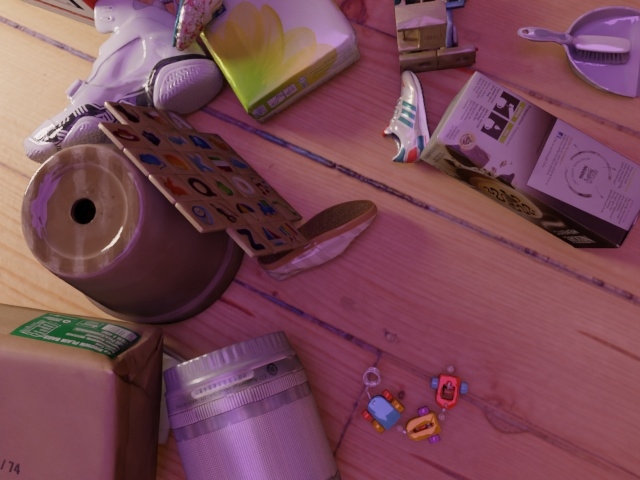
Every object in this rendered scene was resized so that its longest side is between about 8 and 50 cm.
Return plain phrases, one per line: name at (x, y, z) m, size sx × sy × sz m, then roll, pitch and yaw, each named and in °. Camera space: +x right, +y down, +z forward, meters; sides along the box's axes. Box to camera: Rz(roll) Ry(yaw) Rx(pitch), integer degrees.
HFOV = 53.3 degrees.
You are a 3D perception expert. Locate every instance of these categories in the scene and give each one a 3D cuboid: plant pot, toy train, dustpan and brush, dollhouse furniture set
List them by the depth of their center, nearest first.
plant pot at (-0.309, -0.024, 1.012) m, size 0.323 × 0.280 × 0.323 m, roll -1°, pitch 84°, yaw 10°
dollhouse furniture set at (0.184, -0.365, 1.019) m, size 0.128 × 0.183 × 0.130 m, roll -5°, pitch 83°, yaw 8°
toy train at (0.149, 0.257, 1.028) m, size 0.166 × 0.046 × 0.125 m, roll 5°, pitch 83°, yaw 6°
dustpan and brush at (0.425, -0.319, 1.038) m, size 0.211 × 0.060 × 0.147 m, roll 9°, pitch 85°, yaw 10°

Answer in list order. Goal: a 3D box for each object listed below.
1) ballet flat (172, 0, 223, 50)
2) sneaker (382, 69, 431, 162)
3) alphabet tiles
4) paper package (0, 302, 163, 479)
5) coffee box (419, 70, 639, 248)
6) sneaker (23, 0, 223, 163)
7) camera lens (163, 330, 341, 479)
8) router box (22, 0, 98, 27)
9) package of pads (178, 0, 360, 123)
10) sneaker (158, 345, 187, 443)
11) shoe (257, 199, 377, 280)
ballet flat at (-0.192, -0.426, 1.041) m, size 0.077 × 0.091 × 0.241 m, roll 6°, pitch 90°, yaw -12°
sneaker at (0.139, -0.206, 1.072) m, size 0.075 × 0.057 × 0.161 m, roll -9°, pitch 85°, yaw 2°
alphabet tiles at (-0.173, -0.100, 0.993) m, size 0.342 × 0.285 × 0.011 m, roll 44°, pitch 112°, yaw 15°
paper package at (-0.419, 0.264, 0.943) m, size 0.324 × 0.168 × 0.310 m, roll 9°, pitch 105°, yaw 8°
coffee box at (0.314, -0.110, 0.957) m, size 0.297 × 0.168 × 0.119 m, roll 30°, pitch 89°, yaw 2°
sneaker at (-0.371, -0.284, 1.126) m, size 0.365 × 0.137 × 0.210 m, roll -26°, pitch 79°, yaw 1°
camera lens at (-0.105, 0.299, 0.972) m, size 0.219 × 0.219 × 0.274 m, roll -20°, pitch 81°, yaw 6°
router box at (-0.532, -0.494, 1.087) m, size 0.335 × 0.301 × 0.082 m, roll 22°, pitch 88°, yaw 10°
package of pads at (-0.092, -0.384, 1.107) m, size 0.229 × 0.101 × 0.297 m, roll -32°, pitch 80°, yaw 5°
sneaker at (-0.368, 0.215, 1.090) m, size 0.292 × 0.108 × 0.169 m, roll 19°, pitch 83°, yaw 3°
shoe at (0.000, 0.000, 1.076) m, size 0.219 × 0.077 × 0.058 m, roll -27°, pitch 124°, yaw 3°
